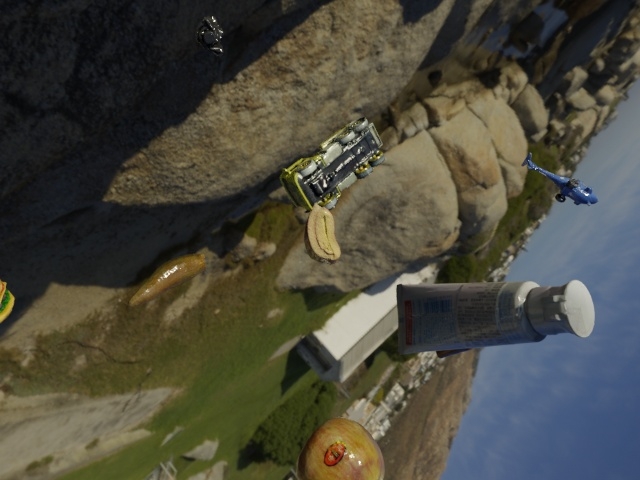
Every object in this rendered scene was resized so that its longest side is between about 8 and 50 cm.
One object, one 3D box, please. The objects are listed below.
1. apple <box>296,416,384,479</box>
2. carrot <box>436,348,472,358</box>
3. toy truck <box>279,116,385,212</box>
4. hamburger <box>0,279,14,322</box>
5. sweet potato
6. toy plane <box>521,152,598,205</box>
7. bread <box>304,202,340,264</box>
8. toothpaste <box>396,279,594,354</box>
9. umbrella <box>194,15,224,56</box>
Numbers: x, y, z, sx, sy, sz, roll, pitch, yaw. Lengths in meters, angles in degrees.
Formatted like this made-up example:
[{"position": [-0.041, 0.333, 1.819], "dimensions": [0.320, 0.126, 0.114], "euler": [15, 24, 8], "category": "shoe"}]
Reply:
[{"position": [0.048, 0.537, 1.096], "dimensions": [0.211, 0.187, 0.211], "euler": [-39, 148, -31], "category": "apple"}, {"position": [0.256, 0.200, 0.867], "dimensions": [0.032, 0.032, 0.093], "euler": [-32, 171, -40], "category": "carrot"}, {"position": [0.025, -0.188, 1.131], "dimensions": [0.272, 0.124, 0.157], "euler": [-42, -154, -22], "category": "toy truck"}, {"position": [-0.857, 0.155, 1.141], "dimensions": [0.162, 0.162, 0.115], "euler": [-35, 143, -34], "category": "hamburger"}, {"position": [-0.387, 0.089, 1.175], "dimensions": [0.243, 0.077, 0.077], "euler": [-30, 162, -47], "category": "sweet potato"}, {"position": [0.502, -0.124, 0.963], "dimensions": [0.062, 0.167, 0.054], "euler": [-46, 164, -38], "category": "toy plane"}, {"position": [-0.001, 0.000, 1.063], "dimensions": [0.067, 0.119, 0.192], "euler": [-16, 162, -9], "category": "bread"}, {"position": [0.163, 0.080, 0.499], "dimensions": [0.057, 0.090, 0.234], "euler": [10, 164, -35], "category": "toothpaste"}, {"position": [-0.396, -0.736, 1.652], "dimensions": [0.110, 0.272, 0.122], "euler": [-3, 118, -14], "category": "umbrella"}]
